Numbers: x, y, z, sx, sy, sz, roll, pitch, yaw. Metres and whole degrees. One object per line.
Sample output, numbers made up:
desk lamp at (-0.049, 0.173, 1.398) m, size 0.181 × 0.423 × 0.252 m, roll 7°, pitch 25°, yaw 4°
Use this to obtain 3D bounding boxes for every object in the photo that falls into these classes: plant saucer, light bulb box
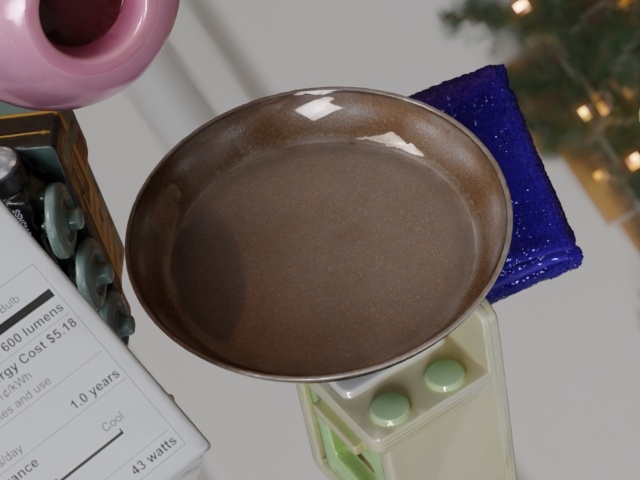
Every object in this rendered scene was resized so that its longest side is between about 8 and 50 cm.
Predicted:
plant saucer at (0.000, 0.000, 1.489) m, size 0.050 × 0.311 × 0.310 m, roll 79°, pitch 179°, yaw -48°
light bulb box at (-0.331, 0.142, 1.296) m, size 0.361 × 0.358 × 0.225 m, roll 49°, pitch 159°, yaw 9°

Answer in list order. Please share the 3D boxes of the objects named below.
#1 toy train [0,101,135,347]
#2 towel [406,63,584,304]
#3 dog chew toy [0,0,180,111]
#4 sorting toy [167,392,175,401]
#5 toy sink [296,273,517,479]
toy train at (-0.278, -0.005, 1.918) m, size 0.334 × 0.142 × 0.190 m, roll 72°, pitch -164°, yaw -48°
towel at (0.081, -0.016, 1.814) m, size 0.076 × 0.308 × 0.227 m, roll -102°, pitch -11°, yaw -88°
dog chew toy at (-0.252, -0.232, 1.528) m, size 0.207 × 0.206 × 0.332 m, roll 38°, pitch 178°, yaw -36°
sorting toy at (-0.290, 0.225, 1.723) m, size 0.255 × 0.257 × 0.089 m, roll -29°, pitch -71°, yaw -33°
toy sink at (0.063, 0.129, 1.558) m, size 0.153 × 0.131 × 0.234 m, roll 43°, pitch 154°, yaw 41°
